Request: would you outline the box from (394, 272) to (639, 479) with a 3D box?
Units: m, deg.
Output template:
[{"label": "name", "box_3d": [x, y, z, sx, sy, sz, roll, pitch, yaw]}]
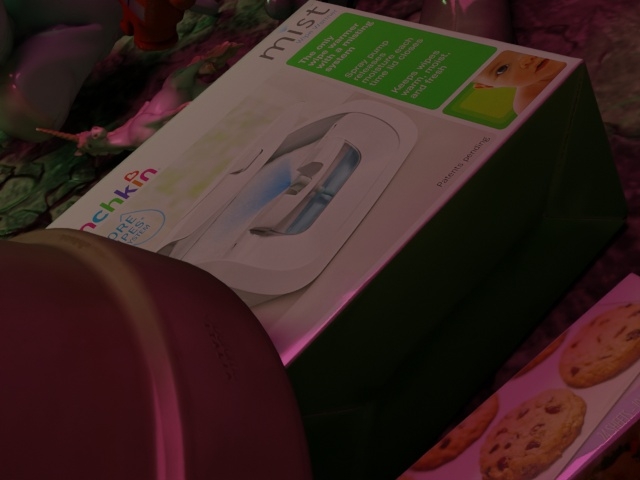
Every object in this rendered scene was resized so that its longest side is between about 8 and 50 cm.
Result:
[{"label": "box", "box_3d": [0.054, 0.143, 0.459, 0.324, 0.063, 0.067, -38, 37, -12]}]

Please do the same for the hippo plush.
[{"label": "hippo plush", "box_3d": [-0.300, -0.229, 0.948, 0.236, 0.234, 0.294, 0, 37, 38]}]

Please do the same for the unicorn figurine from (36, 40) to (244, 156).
[{"label": "unicorn figurine", "box_3d": [-0.132, -0.106, 0.874, 0.111, 0.060, 0.162, 0, 30, 44]}]

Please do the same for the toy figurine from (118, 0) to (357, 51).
[{"label": "toy figurine", "box_3d": [-0.055, -0.251, 0.854, 0.209, 0.148, 0.213, 13, 43, 1]}]

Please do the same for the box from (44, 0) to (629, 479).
[{"label": "box", "box_3d": [0.000, 0.000, 0.610, 0.262, 0.127, 0.231, -44, 42, -18]}]

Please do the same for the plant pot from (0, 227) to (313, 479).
[{"label": "plant pot", "box_3d": [-0.208, 0.116, 0.381, 0.323, 0.280, 0.323, -23, 55, 37]}]

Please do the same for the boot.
[{"label": "boot", "box_3d": [0.089, -0.220, 0.774, 0.083, 0.161, 0.247, -9, 41, 24]}]
